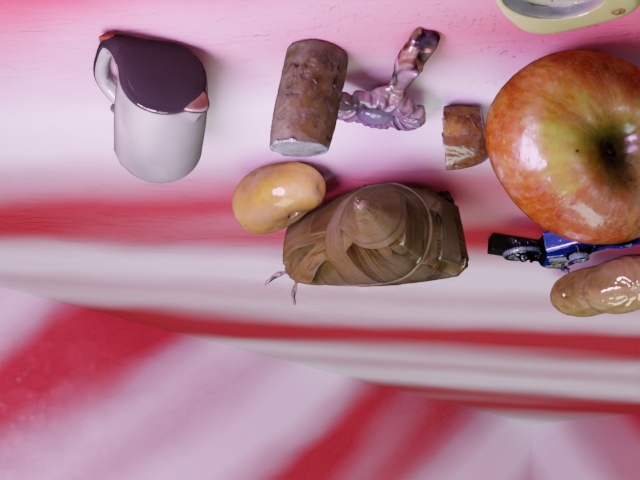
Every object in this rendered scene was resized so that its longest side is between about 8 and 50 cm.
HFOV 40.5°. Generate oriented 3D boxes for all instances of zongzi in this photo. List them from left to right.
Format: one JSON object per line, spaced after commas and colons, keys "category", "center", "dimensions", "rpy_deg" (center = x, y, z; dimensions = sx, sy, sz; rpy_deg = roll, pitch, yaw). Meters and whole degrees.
{"category": "zongzi", "center": [0.000, -0.022, 1.793], "dimensions": [0.500, 0.218, 0.467], "rpy_deg": [-8, 163, 32]}

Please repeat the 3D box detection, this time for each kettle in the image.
{"category": "kettle", "center": [-0.303, -0.241, 1.519], "dimensions": [0.240, 0.165, 0.255], "rpy_deg": [37, 157, 4]}

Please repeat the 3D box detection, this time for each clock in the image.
{"category": "clock", "center": [0.295, -0.348, 1.107], "dimensions": [0.170, 0.069, 0.232], "rpy_deg": [-4, 162, 40]}

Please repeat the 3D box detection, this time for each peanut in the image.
{"category": "peanut", "center": [0.684, 0.114, 2.089], "dimensions": [0.147, 0.148, 0.319], "rpy_deg": [21, 158, -31]}

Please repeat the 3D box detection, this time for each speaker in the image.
{"category": "speaker", "center": [0.493, 0.022, 2.049], "dimensions": [0.191, 0.040, 0.046], "rpy_deg": [8, 161, -3]}

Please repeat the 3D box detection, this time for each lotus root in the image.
{"category": "lotus root", "center": [0.250, -0.184, 1.518], "dimensions": [0.081, 0.112, 0.122], "rpy_deg": [-8, -173, 14]}

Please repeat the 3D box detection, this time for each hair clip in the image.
{"category": "hair clip", "center": [0.118, -0.247, 1.455], "dimensions": [0.173, 0.069, 0.300], "rpy_deg": [12, 159, -12]}

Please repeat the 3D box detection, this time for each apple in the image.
{"category": "apple", "center": [0.404, -0.142, 1.342], "dimensions": [0.277, 0.309, 0.250], "rpy_deg": [-29, -178, -5]}

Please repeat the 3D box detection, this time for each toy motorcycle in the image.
{"category": "toy motorcycle", "center": [0.564, 0.005, 1.899], "dimensions": [0.315, 0.113, 0.169], "rpy_deg": [-17, 160, 31]}

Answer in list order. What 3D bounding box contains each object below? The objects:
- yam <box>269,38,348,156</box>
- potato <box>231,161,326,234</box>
{"category": "yam", "center": [-0.021, -0.220, 1.403], "dimensions": [0.107, 0.194, 0.107], "rpy_deg": [9, 157, 4]}
{"category": "potato", "center": [-0.095, -0.094, 1.826], "dimensions": [0.234, 0.150, 0.146], "rpy_deg": [-31, 101, 43]}
